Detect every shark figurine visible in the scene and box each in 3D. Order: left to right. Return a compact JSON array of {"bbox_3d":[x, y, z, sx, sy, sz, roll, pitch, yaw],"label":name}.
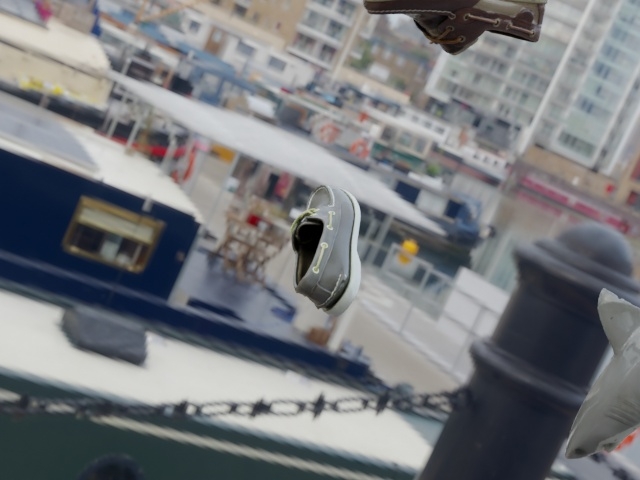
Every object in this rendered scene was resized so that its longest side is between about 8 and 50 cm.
[{"bbox_3d":[0.321,0.073,1.100,0.116,0.278,0.166,41,-23,5],"label":"shark figurine"}]

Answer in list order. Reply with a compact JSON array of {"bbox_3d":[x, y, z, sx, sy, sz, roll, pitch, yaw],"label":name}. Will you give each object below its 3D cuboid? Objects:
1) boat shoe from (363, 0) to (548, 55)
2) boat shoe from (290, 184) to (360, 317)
[{"bbox_3d":[0.216,-0.353,1.817,0.342,0.123,0.123,-7,19,-32],"label":"boat shoe"},{"bbox_3d":[0.003,-0.003,1.901,0.091,0.109,0.305,29,32,-22],"label":"boat shoe"}]
